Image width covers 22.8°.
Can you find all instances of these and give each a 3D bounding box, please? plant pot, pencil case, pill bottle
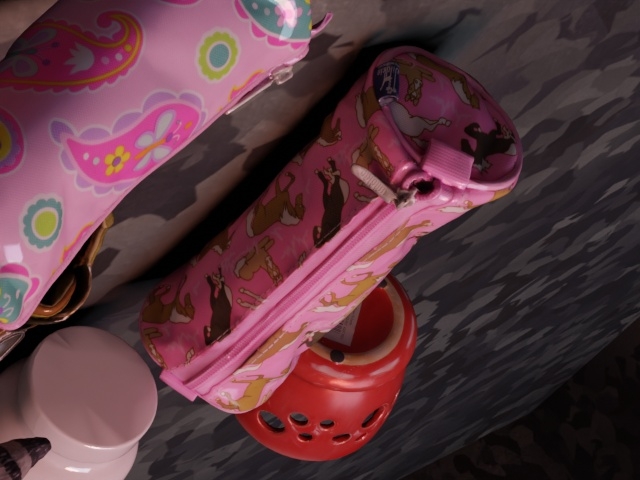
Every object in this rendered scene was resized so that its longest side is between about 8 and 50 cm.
[{"bbox_3d":[0.007,0.116,1.687,0.191,0.191,0.174,-22,158,-30],"label":"plant pot"},{"bbox_3d":[0.000,0.000,1.391,0.167,0.160,0.386,-1,147,-46],"label":"pencil case"},{"bbox_3d":[-0.121,-0.075,0.878,0.284,0.124,0.124,-45,170,-23],"label":"pencil case"},{"bbox_3d":[-0.263,0.199,1.505,0.153,0.153,0.264,-17,158,-42],"label":"pill bottle"}]

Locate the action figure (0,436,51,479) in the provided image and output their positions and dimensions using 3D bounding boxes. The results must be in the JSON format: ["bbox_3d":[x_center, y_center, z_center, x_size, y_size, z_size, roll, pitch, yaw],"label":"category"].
[{"bbox_3d":[-0.274,0.166,1.012,0.330,0.178,0.341,-85,-160,-63],"label":"action figure"}]

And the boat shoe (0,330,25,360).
[{"bbox_3d":[-0.305,0.115,1.379,0.142,0.040,0.049,-36,163,15],"label":"boat shoe"}]

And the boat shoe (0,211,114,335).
[{"bbox_3d":[-0.223,0.017,1.128,0.111,0.104,0.307,-23,162,-29],"label":"boat shoe"}]
